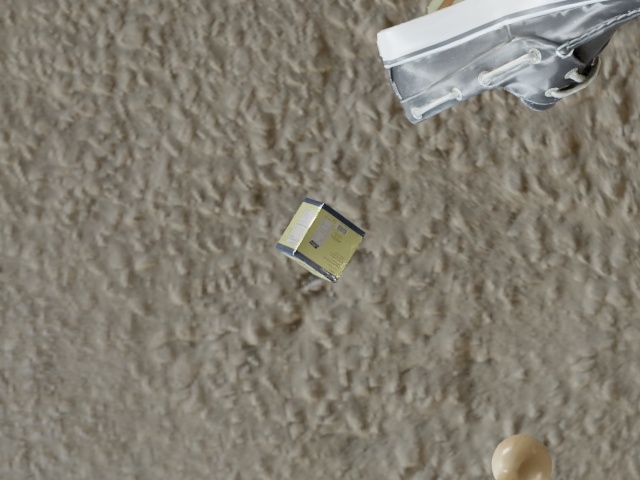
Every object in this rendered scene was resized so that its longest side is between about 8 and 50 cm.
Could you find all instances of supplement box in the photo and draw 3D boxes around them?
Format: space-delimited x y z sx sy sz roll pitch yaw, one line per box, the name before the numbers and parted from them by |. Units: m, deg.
supplement box | 0.000 0.000 1.424 0.083 0.083 0.056 -59 30 -7

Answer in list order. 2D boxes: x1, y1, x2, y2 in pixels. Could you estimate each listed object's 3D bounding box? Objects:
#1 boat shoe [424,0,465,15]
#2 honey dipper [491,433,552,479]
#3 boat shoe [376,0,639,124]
boat shoe | 0.240 -0.351 1.544 0.122 0.324 0.120 -34 77 -9
honey dipper | 0.025 0.103 0.262 0.030 0.160 0.030 18 131 22
boat shoe | 0.173 -0.153 0.802 0.301 0.108 0.102 -11 100 43
